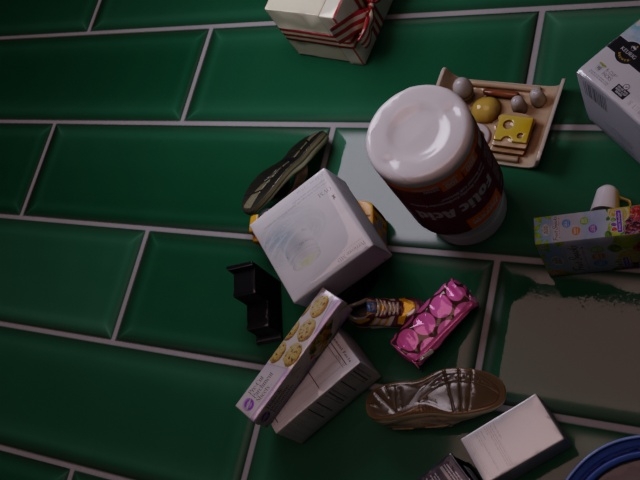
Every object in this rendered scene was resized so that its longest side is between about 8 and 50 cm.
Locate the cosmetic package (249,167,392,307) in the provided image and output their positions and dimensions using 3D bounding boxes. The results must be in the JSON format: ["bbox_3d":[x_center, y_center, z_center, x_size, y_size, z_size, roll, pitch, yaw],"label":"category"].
[{"bbox_3d":[0.000,0.000,1.884,0.224,0.138,0.224,-37,68,13],"label":"cosmetic package"}]

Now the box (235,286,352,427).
[{"bbox_3d":[-0.055,0.253,1.803,0.067,0.063,0.324,34,85,36],"label":"box"}]

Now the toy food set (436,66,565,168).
[{"bbox_3d":[0.403,-0.301,1.967,0.306,0.092,0.219,12,74,30],"label":"toy food set"}]

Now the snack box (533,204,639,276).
[{"bbox_3d":[0.560,0.005,1.709,0.207,0.174,0.070,-6,63,24],"label":"snack box"}]

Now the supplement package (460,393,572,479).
[{"bbox_3d":[0.392,0.404,1.657,0.179,0.105,0.105,-33,57,10],"label":"supplement package"}]

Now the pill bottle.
[{"bbox_3d":[0.267,-0.143,1.785,0.224,0.392,0.224,-10,65,22],"label":"pill bottle"}]

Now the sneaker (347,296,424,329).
[{"bbox_3d":[0.144,0.163,1.894,0.185,0.084,0.069,-13,63,21],"label":"sneaker"}]

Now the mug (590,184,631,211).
[{"bbox_3d":[0.624,-0.081,1.794,0.062,0.078,0.064,-23,44,53],"label":"mug"}]

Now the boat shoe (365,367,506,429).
[{"bbox_3d":[0.251,0.346,1.758,0.302,0.098,0.109,-14,50,22],"label":"boat shoe"}]

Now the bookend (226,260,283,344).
[{"bbox_3d":[-0.158,0.153,2.002,0.072,0.156,0.157,-13,64,20],"label":"bookend"}]

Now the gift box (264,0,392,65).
[{"bbox_3d":[0.029,-0.627,2.189,0.258,0.276,0.255,16,81,29],"label":"gift box"}]

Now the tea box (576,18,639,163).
[{"bbox_3d":[0.775,-0.307,1.714,0.323,0.220,0.329,-40,57,5],"label":"tea box"}]

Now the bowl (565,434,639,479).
[{"bbox_3d":[0.617,0.555,1.500,0.391,0.077,0.391,-10,64,22],"label":"bowl"}]

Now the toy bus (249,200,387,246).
[{"bbox_3d":[-0.009,-0.018,2.034,0.333,0.108,0.130,-8,68,22],"label":"toy bus"}]

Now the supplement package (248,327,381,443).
[{"bbox_3d":[-0.011,0.320,1.870,0.244,0.134,0.139,-40,56,5],"label":"supplement package"}]

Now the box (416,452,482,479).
[{"bbox_3d":[0.244,0.516,1.650,0.158,0.156,0.093,-40,58,5],"label":"box"}]

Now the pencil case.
[{"bbox_3d":[0.256,0.184,1.829,0.209,0.095,0.098,-49,22,1],"label":"pencil case"}]

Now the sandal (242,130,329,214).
[{"bbox_3d":[-0.076,-0.164,2.128,0.303,0.086,0.120,-43,27,-18],"label":"sandal"}]

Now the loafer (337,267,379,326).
[{"bbox_3d":[0.045,0.133,1.968,0.220,0.080,0.078,-46,47,-5],"label":"loafer"}]
